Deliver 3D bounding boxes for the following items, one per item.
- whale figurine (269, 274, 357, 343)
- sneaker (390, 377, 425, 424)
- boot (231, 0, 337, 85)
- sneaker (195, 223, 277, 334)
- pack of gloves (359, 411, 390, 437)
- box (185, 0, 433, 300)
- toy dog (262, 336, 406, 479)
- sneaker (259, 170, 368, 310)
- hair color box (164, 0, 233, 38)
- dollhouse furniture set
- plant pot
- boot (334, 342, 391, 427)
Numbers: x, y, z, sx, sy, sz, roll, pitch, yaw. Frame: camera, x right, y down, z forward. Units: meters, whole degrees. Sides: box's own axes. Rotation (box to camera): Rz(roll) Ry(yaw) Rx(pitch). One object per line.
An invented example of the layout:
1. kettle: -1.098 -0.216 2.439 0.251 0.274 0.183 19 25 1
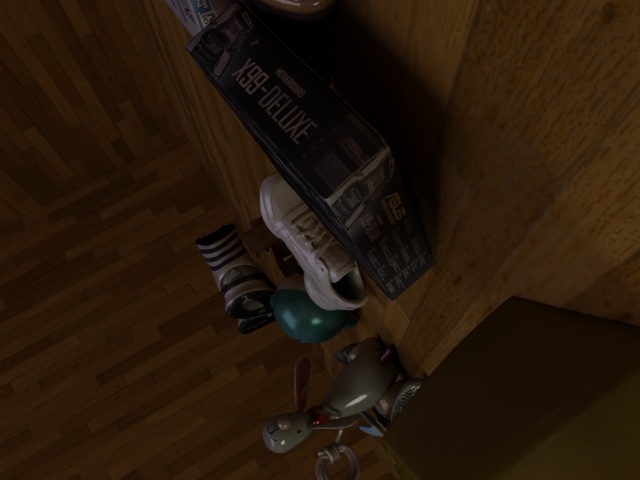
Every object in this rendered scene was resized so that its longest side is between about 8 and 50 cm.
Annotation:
1. whale figurine: -0.023 0.185 1.485 0.216 0.141 0.272 14 157 7
2. sneaker: 0.180 0.330 1.213 0.118 0.083 0.222 -71 -19 -60
3. boot: -0.023 -0.243 0.684 0.248 0.090 0.207 48 178 40
4. sneaker: -0.201 0.092 1.709 0.447 0.169 0.258 81 164 -72
5. pack of gloves: 0.178 0.529 1.656 0.195 0.046 0.232 41 175 -27
6. box: 0.003 -0.081 0.701 0.242 0.076 0.307 49 179 28
7. toy dog: 0.050 0.305 1.267 0.220 0.334 0.161 31 142 18
8. sneaker: 0.000 0.000 1.180 0.305 0.114 0.152 59 157 -17
9. hair color box: -0.203 -0.428 0.907 0.347 0.105 0.174 54 168 37
10. dollhouse furniture set: -0.115 0.035 1.696 0.262 0.135 0.259 56 169 27
11. plant pot: 0.177 0.195 0.520 0.212 0.187 0.212 62 170 -8
12. boot: 0.125 0.384 1.662 0.209 0.076 0.190 63 -173 29
